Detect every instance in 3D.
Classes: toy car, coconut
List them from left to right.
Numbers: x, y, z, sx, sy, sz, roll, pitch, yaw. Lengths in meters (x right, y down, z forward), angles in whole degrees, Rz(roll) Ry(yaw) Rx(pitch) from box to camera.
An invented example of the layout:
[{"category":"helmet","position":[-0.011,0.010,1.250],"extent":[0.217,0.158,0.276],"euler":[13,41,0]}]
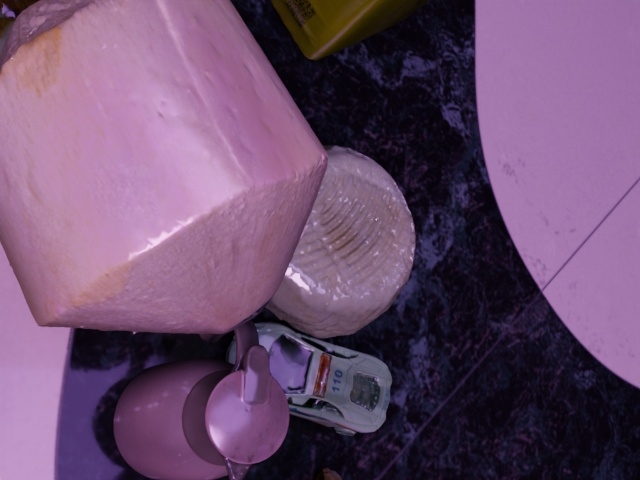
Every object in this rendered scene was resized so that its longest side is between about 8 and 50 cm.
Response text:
[{"category":"coconut","position":[-0.117,-0.044,0.506],"extent":[0.239,0.239,0.244],"euler":[-26,89,-33]},{"category":"toy car","position":[-0.007,0.141,0.689],"extent":[0.186,0.058,0.094],"euler":[23,68,-24]}]

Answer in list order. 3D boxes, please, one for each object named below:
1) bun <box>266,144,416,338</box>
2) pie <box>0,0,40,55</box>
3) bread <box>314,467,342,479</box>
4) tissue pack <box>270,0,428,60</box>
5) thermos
[{"category":"bun","position":[0.000,0.000,0.694],"extent":[0.195,0.118,0.196],"euler":[9,68,-24]},{"category":"pie","position":[-0.260,-0.163,0.619],"extent":[0.240,0.054,0.241],"euler":[15,64,-32]},{"category":"bread","position":[0.006,0.275,0.613],"extent":[0.054,0.136,0.154],"euler":[25,60,-3]},{"category":"tissue pack","position":[0.082,-0.350,0.749],"extent":[0.200,0.274,0.167],"euler":[-36,96,-33]},{"category":"thermos","position":[-0.092,0.129,0.561],"extent":[0.105,0.193,0.137],"euler":[18,67,-24]}]
